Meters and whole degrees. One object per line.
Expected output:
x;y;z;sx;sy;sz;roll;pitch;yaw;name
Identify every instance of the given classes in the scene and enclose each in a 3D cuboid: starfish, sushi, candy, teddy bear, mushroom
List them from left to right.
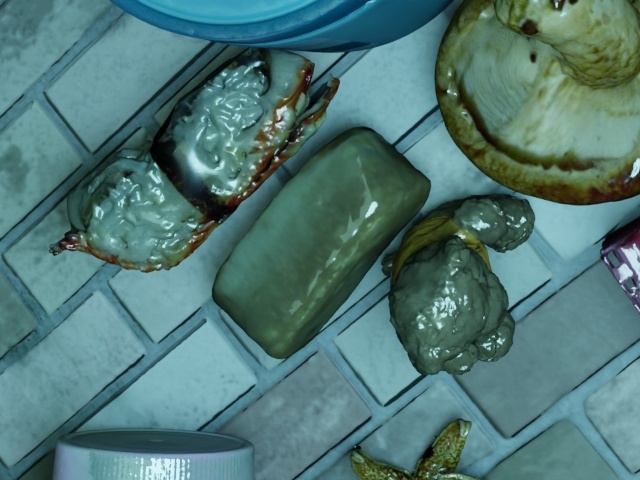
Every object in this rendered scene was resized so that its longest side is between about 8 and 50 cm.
-0.127;-0.077;1.263;0.332;0.124;0.130;-42;96;14;sushi
0.000;0.000;1.241;0.104;0.102;0.234;43;107;19;candy
0.095;0.253;1.263;0.146;0.074;0.189;20;101;11;starfish
0.119;0.042;1.175;0.140;0.190;0.177;12;104;7;teddy bear
0.230;-0.150;1.128;0.267;0.254;0.267;15;125;22;mushroom

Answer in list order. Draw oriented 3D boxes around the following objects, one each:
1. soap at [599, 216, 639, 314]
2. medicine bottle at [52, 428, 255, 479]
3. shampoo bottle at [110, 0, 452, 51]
0.352;0.084;1.135;0.099;0.162;0.250;-32;89;10;soap
-0.170;0.347;1.259;0.241;0.241;0.301;3;88;15;medicine bottle
-0.023;-0.329;1.093;0.331;0.343;0.331;2;97;15;shampoo bottle
